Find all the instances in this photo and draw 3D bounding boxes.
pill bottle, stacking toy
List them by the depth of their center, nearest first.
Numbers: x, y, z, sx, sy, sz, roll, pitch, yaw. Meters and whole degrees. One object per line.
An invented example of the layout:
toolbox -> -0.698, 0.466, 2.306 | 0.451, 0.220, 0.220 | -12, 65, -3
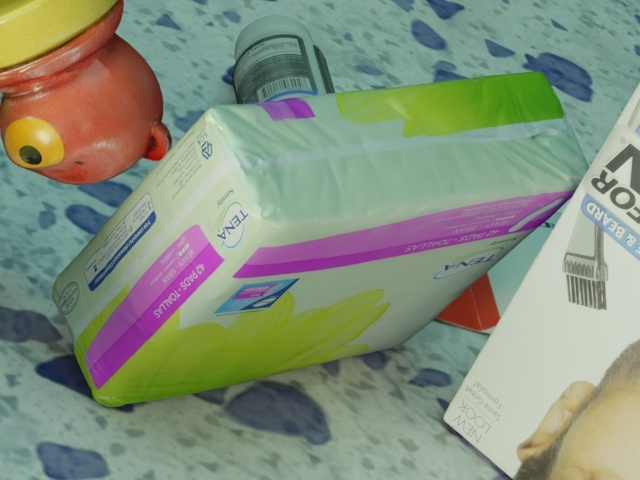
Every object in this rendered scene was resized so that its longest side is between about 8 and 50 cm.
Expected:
stacking toy -> -0.259, -0.053, 1.164 | 0.309, 0.130, 0.279 | 1, 35, 47
pill bottle -> -0.028, -0.116, 1.528 | 0.078, 0.078, 0.137 | 14, 33, -20

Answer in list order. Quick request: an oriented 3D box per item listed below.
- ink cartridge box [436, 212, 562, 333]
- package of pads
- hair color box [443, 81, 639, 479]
ink cartridge box -> 0.146, 0.019, 1.492 | 0.179, 0.045, 0.145 | 18, 32, -19
package of pads -> 0.000, 0.000, 1.236 | 0.296, 0.229, 0.101 | -9, 65, -41
hair color box -> 0.239, 0.038, 1.244 | 0.185, 0.339, 0.110 | 40, 35, 21
